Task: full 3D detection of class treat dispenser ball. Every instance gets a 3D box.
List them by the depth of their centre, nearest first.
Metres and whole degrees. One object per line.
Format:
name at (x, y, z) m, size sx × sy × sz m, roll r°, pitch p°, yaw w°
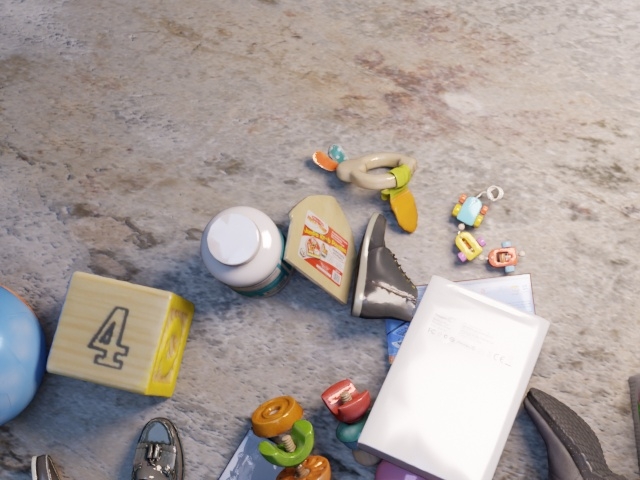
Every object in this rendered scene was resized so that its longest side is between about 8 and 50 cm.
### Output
treat dispenser ball at (-0.652, 0.212, 1.905) m, size 0.288 × 0.288 × 0.288 m, roll -1°, pitch 79°, yaw 6°

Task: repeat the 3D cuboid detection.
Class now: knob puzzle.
knob puzzle at (0.000, 0.000, 1.947) m, size 0.030 × 0.213 × 0.213 m, roll -20°, pitch 75°, yaw 38°

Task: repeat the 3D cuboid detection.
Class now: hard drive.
hard drive at (0.240, 0.254, 1.833) m, size 0.233 × 0.047 × 0.353 m, roll 22°, pitch 63°, yaw 10°

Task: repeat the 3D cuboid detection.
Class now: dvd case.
dvd case at (-0.118, 0.497, 1.923) m, size 0.179 × 0.029 × 0.239 m, roll 31°, pitch 85°, yaw 11°

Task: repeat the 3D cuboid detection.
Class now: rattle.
rattle at (0.090, -0.105, 2.011) m, size 0.199 × 0.143 × 0.130 m, roll 2°, pitch 47°, yaw 22°

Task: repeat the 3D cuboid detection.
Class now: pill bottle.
pill bottle at (-0.135, 0.020, 1.893) m, size 0.146 × 0.264 × 0.146 m, roll -1°, pitch 79°, yaw 6°

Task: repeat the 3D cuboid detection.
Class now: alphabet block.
alphabet block at (-0.368, 0.179, 1.930) m, size 0.197 × 0.192 × 0.194 m, roll 12°, pitch 83°, yaw 8°

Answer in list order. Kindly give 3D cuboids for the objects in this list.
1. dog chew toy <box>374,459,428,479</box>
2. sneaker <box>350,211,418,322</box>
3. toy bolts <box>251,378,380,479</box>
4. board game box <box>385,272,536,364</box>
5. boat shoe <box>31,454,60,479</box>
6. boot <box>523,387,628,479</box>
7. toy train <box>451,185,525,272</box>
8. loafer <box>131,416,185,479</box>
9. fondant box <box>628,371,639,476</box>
dog chew toy at (0.172, 0.522, 1.805) m, size 0.206 × 0.206 × 0.332 m, roll -7°, pitch 71°, yaw 5°
sneaker at (0.128, 0.055, 1.944) m, size 0.118 × 0.083 × 0.222 m, roll 11°, pitch 62°, yaw -3°
toy bolts at (0.002, 0.371, 1.892) m, size 0.228 × 0.218 × 0.159 m, roll -27°, pitch 109°, yaw -13°
board game box at (0.262, 0.148, 1.945) m, size 0.281 × 0.027 × 0.145 m, roll -6°, pitch 77°, yaw 5°
boat shoe at (-0.482, 0.506, 1.940) m, size 0.068 × 0.081 × 0.228 m, roll -18°, pitch 85°, yaw 0°
boot at (0.405, 0.439, 1.808) m, size 0.223 × 0.118 × 0.338 m, roll -53°, pitch 42°, yaw 21°
toy train at (0.314, -0.014, 1.962) m, size 0.125 × 0.046 × 0.166 m, roll -11°, pitch 81°, yaw 3°
loafer at (-0.308, 0.464, 1.922) m, size 0.096 × 0.084 × 0.268 m, roll 1°, pitch 80°, yaw 7°
fondant box at (0.605, 0.385, 1.753) m, size 0.096 × 0.238 × 0.331 m, roll -6°, pitch 79°, yaw 6°
